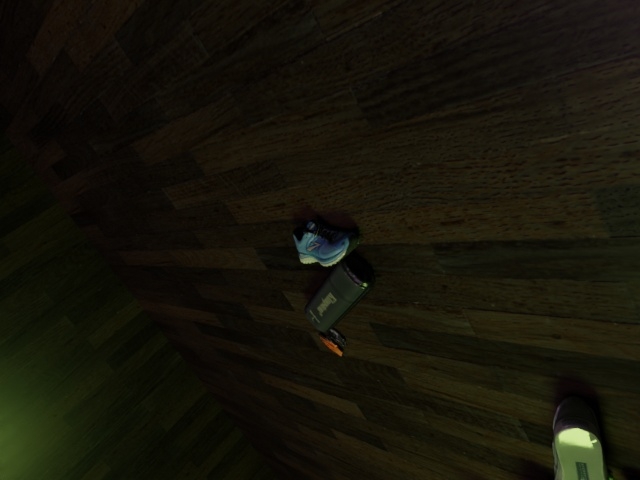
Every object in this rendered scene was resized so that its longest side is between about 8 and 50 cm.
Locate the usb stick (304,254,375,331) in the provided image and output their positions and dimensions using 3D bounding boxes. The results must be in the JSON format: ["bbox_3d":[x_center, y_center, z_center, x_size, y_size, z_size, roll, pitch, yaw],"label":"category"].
[{"bbox_3d":[0.029,0.109,0.986,0.077,0.045,0.278,42,150,6],"label":"usb stick"}]

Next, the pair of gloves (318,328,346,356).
[{"bbox_3d":[0.027,0.221,1.155,0.074,0.010,0.083,37,145,18],"label":"pair of gloves"}]

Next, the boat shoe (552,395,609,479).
[{"bbox_3d":[0.391,0.328,0.769,0.079,0.081,0.227,-2,121,27],"label":"boat shoe"}]

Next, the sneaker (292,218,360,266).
[{"bbox_3d":[0.000,0.000,0.880,0.162,0.063,0.073,-6,119,53],"label":"sneaker"}]

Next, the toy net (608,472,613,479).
[{"bbox_3d":[0.458,0.472,0.778,0.122,0.045,0.232,4,94,41],"label":"toy net"}]
